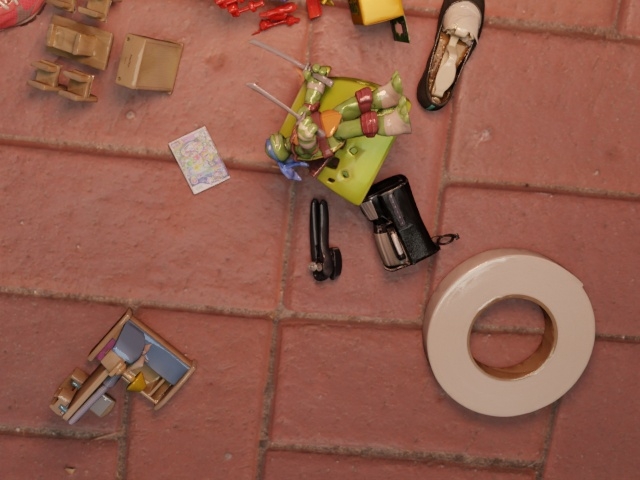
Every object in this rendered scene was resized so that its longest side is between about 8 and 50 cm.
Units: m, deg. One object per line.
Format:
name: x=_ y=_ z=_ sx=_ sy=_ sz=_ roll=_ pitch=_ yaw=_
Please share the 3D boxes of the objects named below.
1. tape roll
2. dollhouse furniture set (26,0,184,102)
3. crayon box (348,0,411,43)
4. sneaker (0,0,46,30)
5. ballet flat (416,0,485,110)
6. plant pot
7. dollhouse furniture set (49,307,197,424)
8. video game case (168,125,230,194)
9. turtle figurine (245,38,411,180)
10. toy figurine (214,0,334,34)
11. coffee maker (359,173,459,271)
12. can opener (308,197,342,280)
tape roll: x=0.426 y=0.209 z=1.873 sx=0.391 sy=0.072 sz=0.392 roll=-1 pitch=105 yaw=-3
dollhouse furniture set: x=-0.423 y=-0.379 z=1.645 sx=0.242 sy=0.161 sz=0.212 roll=20 pitch=103 yaw=14
crayon box: x=0.086 y=-0.530 z=1.583 sx=0.083 sy=0.203 sz=0.323 roll=-15 pitch=105 yaw=0
sneaker: x=-0.651 y=-0.440 z=1.588 sx=0.313 sy=0.136 sz=0.116 roll=-31 pitch=106 yaw=4
ballet flat: x=0.277 y=-0.397 z=1.688 sx=0.095 sy=0.096 sz=0.281 roll=14 pitch=103 yaw=-7
plant pot: x=0.036 y=-0.228 z=1.655 sx=0.207 sy=0.227 sz=0.228 roll=27 pitch=102 yaw=-4
dollhouse furniture set: x=-0.418 y=0.331 z=1.722 sx=0.198 sy=0.303 sz=0.286 roll=41 pitch=98 yaw=-12
video game case: x=-0.256 y=-0.170 z=1.753 sx=0.087 sy=0.011 sz=0.122 roll=-25 pitch=105 yaw=2
turtle figurine: x=0.013 y=-0.246 z=1.449 sx=0.266 sy=0.198 sz=0.275 roll=-12 pitch=100 yaw=5
toy figurine: x=-0.121 y=-0.559 z=1.540 sx=0.191 sy=0.362 sz=0.217 roll=-14 pitch=80 yaw=17
coffee maker: x=0.179 y=-0.049 z=1.776 sx=0.171 sy=0.120 sz=0.178 roll=-29 pitch=107 yaw=-21
can opener: x=0.000 y=0.000 z=1.801 sx=0.059 sy=0.073 sz=0.186 roll=0 pitch=105 yaw=36
